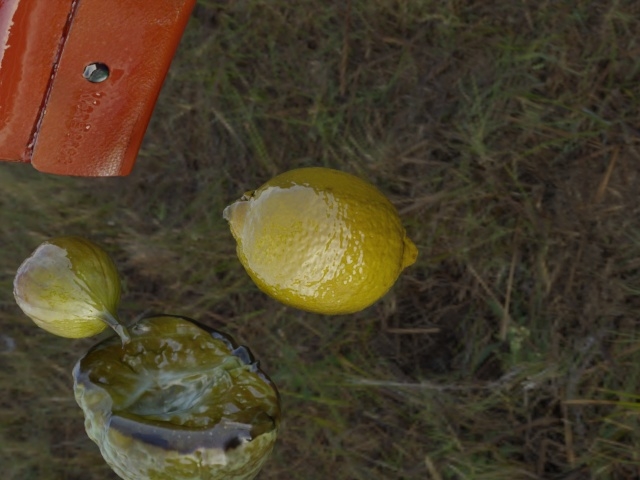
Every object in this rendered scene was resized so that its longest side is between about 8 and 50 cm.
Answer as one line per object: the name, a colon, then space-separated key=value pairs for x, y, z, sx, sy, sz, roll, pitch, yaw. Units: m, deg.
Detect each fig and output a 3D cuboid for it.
fig: x=-0.357 y=0.095 z=1.396 sx=0.257 sy=0.159 sz=0.159 roll=34 pitch=109 yaw=40

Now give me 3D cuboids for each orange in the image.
orange: x=-0.223 y=0.273 z=1.411 sx=0.369 sy=0.271 sz=0.210 roll=39 pitch=128 yaw=44

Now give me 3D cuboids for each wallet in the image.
wallet: x=-0.180 y=-0.136 z=0.685 sx=0.204 sy=0.142 sz=0.045 roll=-59 pitch=39 yaw=36

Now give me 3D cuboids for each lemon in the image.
lemon: x=0.000 y=0.000 z=1.178 sx=0.188 sy=0.257 sz=0.188 roll=-168 pitch=90 yaw=-86
